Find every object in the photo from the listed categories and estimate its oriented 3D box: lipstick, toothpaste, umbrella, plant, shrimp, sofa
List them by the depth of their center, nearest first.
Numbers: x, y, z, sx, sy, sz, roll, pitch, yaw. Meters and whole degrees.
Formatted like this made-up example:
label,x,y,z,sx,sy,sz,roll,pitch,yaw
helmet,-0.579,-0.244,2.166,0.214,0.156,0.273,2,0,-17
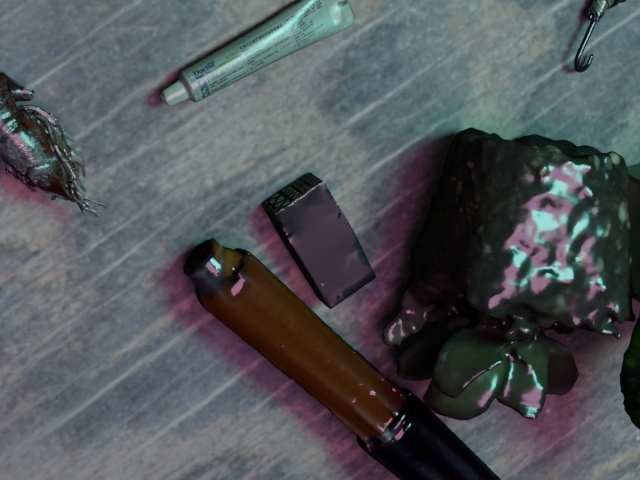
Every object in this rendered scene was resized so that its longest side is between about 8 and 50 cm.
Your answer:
label,x,y,z,sx,sy,sz,roll,pitch,yaw
shrimp,-0.245,-0.078,1.473,0.057,0.065,0.165,-25,122,23
toothpaste,-0.057,-0.173,1.531,0.197,0.029,0.048,-30,116,-13
plant,0.186,0.035,1.593,0.199,0.188,0.276,6,102,-20
sofa,0.000,0.000,1.597,0.060,0.039,0.118,-34,115,-7
umbrella,0.297,-0.288,1.624,0.044,0.044,0.269,12,101,-51
lipstick,0.029,0.142,1.630,0.418,0.077,0.077,43,88,-24

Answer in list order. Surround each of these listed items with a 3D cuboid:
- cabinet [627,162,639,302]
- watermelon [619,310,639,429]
label,x,y,z,sx,sy,sz,roll,pitch,yaw
cabinet,0.428,-0.014,1.692,0.206,0.150,0.145,-16,111,-15
watermelon,0.358,0.060,1.562,0.123,0.129,0.301,21,104,8
